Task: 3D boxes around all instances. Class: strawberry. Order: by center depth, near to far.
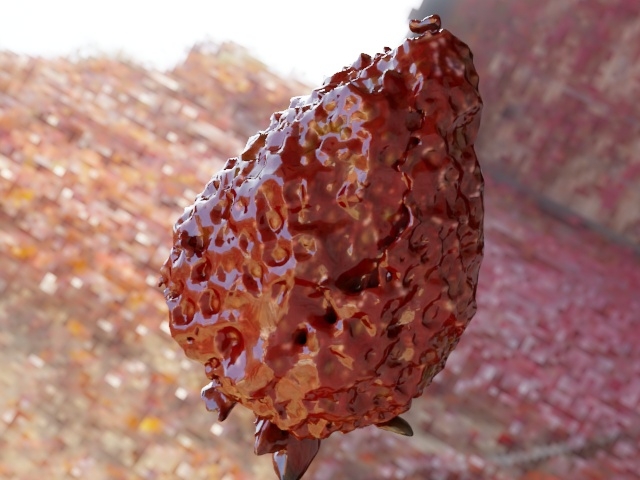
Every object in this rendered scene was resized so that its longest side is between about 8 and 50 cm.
[{"bbox_3d":[0.013,0.007,1.022,0.228,0.174,0.098,-47,-14,30],"label":"strawberry"}]
